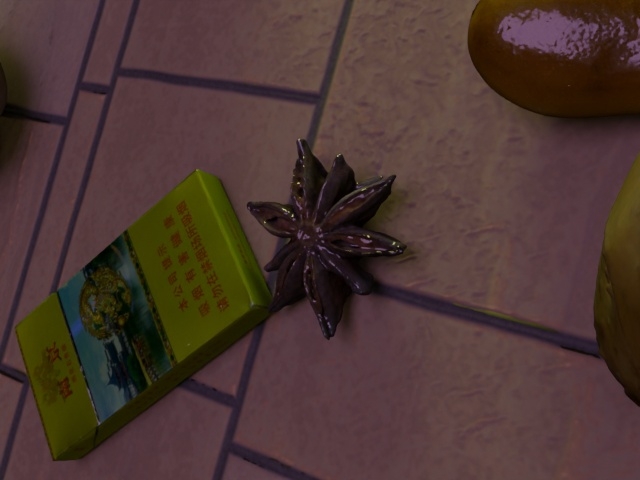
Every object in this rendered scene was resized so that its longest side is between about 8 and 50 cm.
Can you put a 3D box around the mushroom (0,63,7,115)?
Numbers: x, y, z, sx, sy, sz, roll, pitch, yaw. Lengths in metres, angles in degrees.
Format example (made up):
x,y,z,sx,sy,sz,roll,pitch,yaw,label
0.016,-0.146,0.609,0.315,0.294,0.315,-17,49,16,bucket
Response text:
x,y,z,sx,sy,sz,roll,pitch,yaw,label
-0.582,-0.178,1.241,0.297,0.297,0.290,36,124,34,mushroom

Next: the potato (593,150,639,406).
x,y,z,sx,sy,sz,roll,pitch,yaw,label
0.318,0.012,0.646,0.246,0.196,0.300,37,70,13,potato

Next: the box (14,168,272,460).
x,y,z,sx,sy,sz,roll,pitch,yaw,label
-0.213,0.091,1.057,0.335,0.047,0.187,-38,62,22,box

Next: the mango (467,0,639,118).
x,y,z,sx,sy,sz,roll,pitch,yaw,label
0.235,-0.167,0.787,0.227,0.099,0.136,17,85,27,mango

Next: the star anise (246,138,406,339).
x,y,z,sx,sy,sz,roll,pitch,yaw,label
0.000,0.000,0.927,0.195,0.065,0.183,27,100,31,star anise
